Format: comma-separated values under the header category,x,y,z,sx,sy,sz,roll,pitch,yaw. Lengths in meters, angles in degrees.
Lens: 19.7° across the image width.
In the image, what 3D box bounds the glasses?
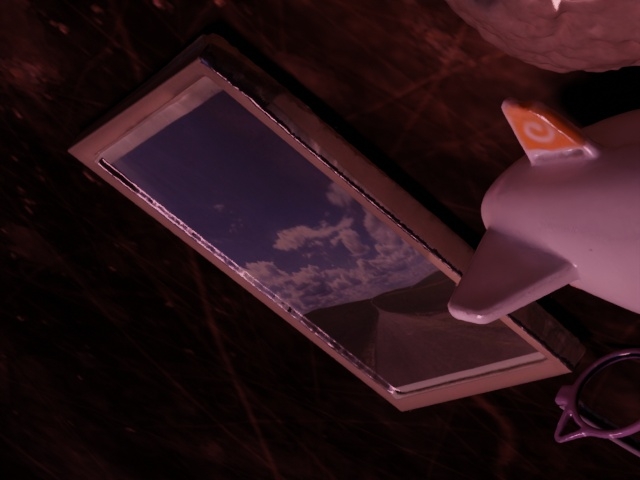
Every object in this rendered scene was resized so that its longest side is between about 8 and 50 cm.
category,x,y,z,sx,sy,sz,roll,pitch,yaw
glasses,0.196,0.111,0.928,0.140,0.062,0.104,7,145,39

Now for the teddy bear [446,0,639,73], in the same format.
category,x,y,z,sx,sy,sz,roll,pitch,yaw
teddy bear,0.054,-0.168,0.508,0.151,0.236,0.267,-16,130,-4

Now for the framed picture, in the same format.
category,x,y,z,sx,sy,sz,roll,pitch,yaw
framed picture,0.000,0.000,0.987,0.260,0.023,0.189,39,154,-15

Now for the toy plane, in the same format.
category,x,y,z,sx,sy,sz,roll,pitch,yaw
toy plane,0.173,0.006,0.724,0.245,0.117,0.244,24,150,15
